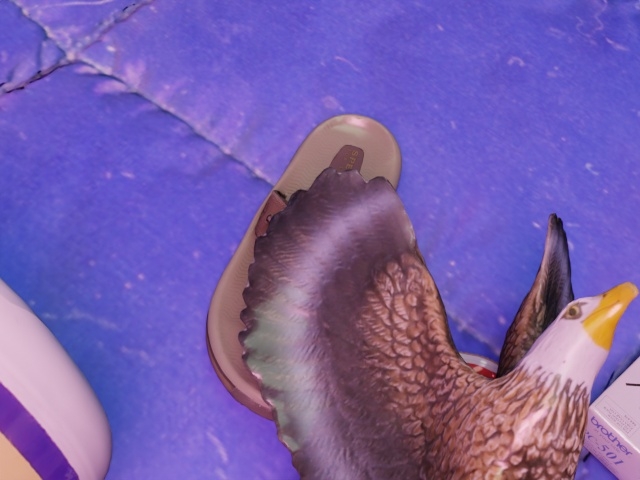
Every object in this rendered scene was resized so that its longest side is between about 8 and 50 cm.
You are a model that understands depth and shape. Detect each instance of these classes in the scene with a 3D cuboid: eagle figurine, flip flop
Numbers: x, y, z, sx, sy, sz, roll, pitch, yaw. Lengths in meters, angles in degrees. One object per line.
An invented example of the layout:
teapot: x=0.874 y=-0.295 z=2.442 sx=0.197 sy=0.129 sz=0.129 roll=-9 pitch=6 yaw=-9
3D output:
eagle figurine: x=0.090 y=0.095 z=0.469 sx=0.225 sy=0.226 sz=0.298 roll=-28 pitch=26 yaw=3
flip flop: x=0.000 y=0.000 z=0.609 sx=0.112 sy=0.080 sz=0.277 roll=22 pitch=56 yaw=1

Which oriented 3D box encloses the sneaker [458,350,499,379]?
sneaker: x=0.080 y=0.107 z=0.583 sx=0.118 sy=0.042 sz=0.067 roll=18 pitch=53 yaw=6

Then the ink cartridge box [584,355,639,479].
ink cartridge box: x=0.284 y=0.169 z=0.580 sx=0.097 sy=0.046 sz=0.207 roll=-34 pitch=66 yaw=-28

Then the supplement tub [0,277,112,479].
supplement tub: x=-0.278 y=0.147 z=0.354 sx=0.241 sy=0.241 sz=0.331 roll=33 pitch=57 yaw=8
